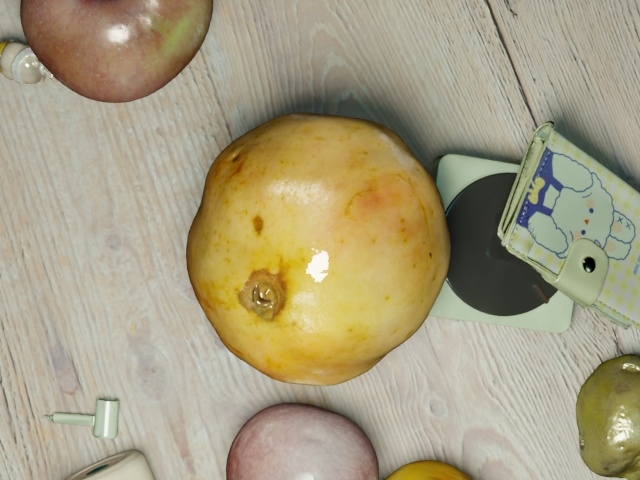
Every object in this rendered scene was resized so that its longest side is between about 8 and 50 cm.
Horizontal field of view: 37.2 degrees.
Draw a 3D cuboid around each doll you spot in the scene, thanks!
[{"bbox_3d":[-0.486,-0.299,1.576,0.127,0.073,0.084,21,54,4],"label":"doll"}]

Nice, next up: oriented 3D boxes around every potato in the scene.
[{"bbox_3d":[0.484,0.279,1.499,0.154,0.137,0.201,10,85,-30],"label":"potato"}]

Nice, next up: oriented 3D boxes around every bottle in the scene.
[{"bbox_3d":[-0.301,0.461,1.479,0.147,0.147,0.237,-23,90,-2],"label":"bottle"}]

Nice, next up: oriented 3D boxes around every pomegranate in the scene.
[{"bbox_3d":[0.000,0.000,1.409,0.411,0.411,0.412,0,86,0],"label":"pomegranate"}]

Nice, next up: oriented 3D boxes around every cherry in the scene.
[{"bbox_3d":[-0.043,0.352,1.441,0.239,0.206,0.240,-2,82,13],"label":"cherry"}]

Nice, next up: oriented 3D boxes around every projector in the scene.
[{"bbox_3d":[0.289,0.006,1.536,0.257,0.079,0.259,9,89,-8],"label":"projector"}]

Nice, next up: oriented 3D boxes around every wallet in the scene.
[{"bbox_3d":[0.424,-0.011,1.483,0.309,0.077,0.223,31,76,-20],"label":"wallet"}]

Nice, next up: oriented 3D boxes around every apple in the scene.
[{"bbox_3d":[-0.319,-0.364,1.495,0.305,0.235,0.306,0,87,-1],"label":"apple"}]

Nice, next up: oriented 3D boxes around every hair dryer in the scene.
[{"bbox_3d":[-0.389,0.286,1.549,0.124,0.038,0.063,3,84,8],"label":"hair dryer"}]

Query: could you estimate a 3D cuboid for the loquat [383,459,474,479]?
[{"bbox_3d":[0.162,0.442,1.458,0.207,0.208,0.208,0,86,0],"label":"loquat"}]
